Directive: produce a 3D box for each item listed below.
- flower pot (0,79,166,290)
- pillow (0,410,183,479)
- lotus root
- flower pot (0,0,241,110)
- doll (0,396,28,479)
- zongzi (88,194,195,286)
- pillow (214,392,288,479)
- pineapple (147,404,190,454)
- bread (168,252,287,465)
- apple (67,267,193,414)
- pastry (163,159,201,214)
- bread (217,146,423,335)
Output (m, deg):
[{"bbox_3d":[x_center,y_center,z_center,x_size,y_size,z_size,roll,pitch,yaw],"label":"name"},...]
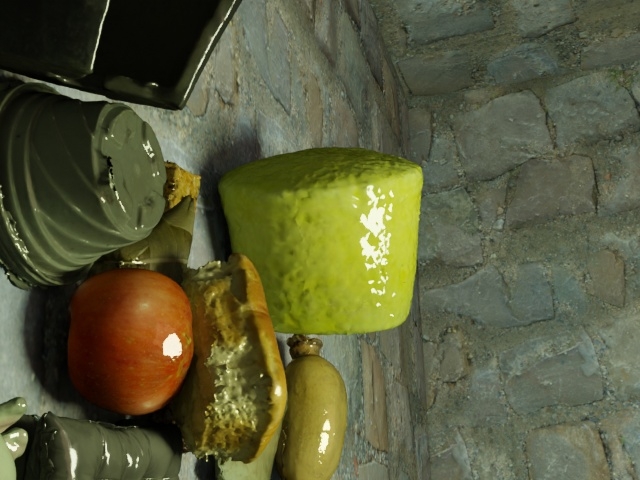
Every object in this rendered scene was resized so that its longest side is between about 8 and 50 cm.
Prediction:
[{"bbox_3d":[-0.256,-0.068,0.999,0.235,0.140,0.236,-9,90,-73],"label":"flower pot"},{"bbox_3d":[-0.232,0.297,0.985,0.326,0.101,0.228,33,53,-69],"label":"pillow"},{"bbox_3d":[-0.016,0.319,1.685,0.146,0.130,0.303,111,-17,-61],"label":"lotus root"},{"bbox_3d":[-0.228,-0.283,0.956,0.379,0.379,0.251,8,95,-75],"label":"flower pot"},{"bbox_3d":[-0.311,0.221,0.712,0.275,0.113,0.155,-83,177,-60],"label":"doll"},{"bbox_3d":[-0.217,-0.003,1.181,0.160,0.078,0.176,51,50,-66],"label":"zongzi"},{"bbox_3d":[-0.106,0.306,1.482,0.302,0.074,0.185,-77,157,-51],"label":"pillow"},{"bbox_3d":[-0.183,0.194,1.241,0.103,0.083,0.221,82,9,-54],"label":"pineapple"},{"bbox_3d":[-0.116,0.140,1.119,0.246,0.121,0.174,-106,-145,-44],"label":"bread"},{"bbox_3d":[-0.217,0.111,1.035,0.163,0.139,0.164,-24,-117,60],"label":"apple"},{"bbox_3d":[-0.208,-0.049,1.324,0.080,0.056,0.140,44,41,-49],"label":"pastry"},{"bbox_3d":[0.000,0.000,1.581,0.348,0.348,0.308,-41,132,-72],"label":"bread"}]
